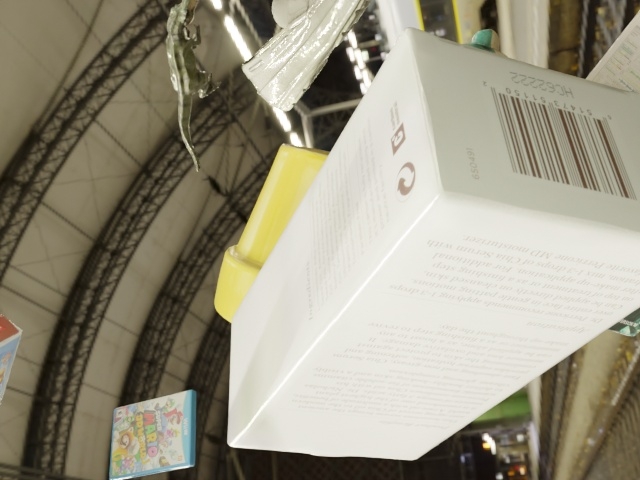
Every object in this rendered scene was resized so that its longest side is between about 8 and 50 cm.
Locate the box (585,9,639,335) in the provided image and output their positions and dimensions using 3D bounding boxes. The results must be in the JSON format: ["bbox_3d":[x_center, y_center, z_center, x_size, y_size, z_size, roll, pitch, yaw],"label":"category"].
[{"bbox_3d":[0.339,-0.098,0.728,0.059,0.322,0.232,14,-146,-30],"label":"box"}]

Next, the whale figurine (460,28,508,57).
[{"bbox_3d":[0.205,-0.244,1.186,0.272,0.141,0.216,-94,25,-62],"label":"whale figurine"}]

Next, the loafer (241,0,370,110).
[{"bbox_3d":[-0.016,-0.309,1.027,0.111,0.319,0.112,37,-135,-7],"label":"loafer"}]

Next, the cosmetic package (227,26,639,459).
[{"bbox_3d":[0.085,0.049,0.678,0.453,0.230,0.161,125,149,-48],"label":"cosmetic package"}]

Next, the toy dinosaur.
[{"bbox_3d":[-0.195,-0.249,1.108,0.118,0.064,0.268,-80,-8,-54],"label":"toy dinosaur"}]

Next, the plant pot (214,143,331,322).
[{"bbox_3d":[0.000,0.000,1.008,0.254,0.254,0.238,-31,-46,-77],"label":"plant pot"}]

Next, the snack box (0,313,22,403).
[{"bbox_3d":[-0.227,0.099,0.370,0.064,0.022,0.178,-64,-12,27],"label":"snack box"}]

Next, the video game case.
[{"bbox_3d":[-0.272,0.316,1.195,0.015,0.166,0.119,38,-139,-51],"label":"video game case"}]
